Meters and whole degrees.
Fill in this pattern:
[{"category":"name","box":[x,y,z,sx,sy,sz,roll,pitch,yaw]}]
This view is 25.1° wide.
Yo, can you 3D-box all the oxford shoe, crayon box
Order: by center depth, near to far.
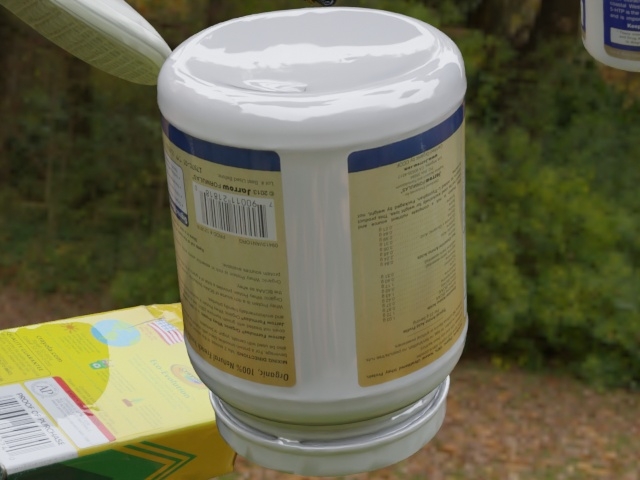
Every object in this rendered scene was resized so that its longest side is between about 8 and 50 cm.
[{"category":"crayon box","box":[-0.216,0.161,1.391,0.318,0.081,0.202,-8,35,-39]},{"category":"oxford shoe","box":[-0.322,-0.323,1.614,0.449,0.130,0.169,36,-15,24]}]

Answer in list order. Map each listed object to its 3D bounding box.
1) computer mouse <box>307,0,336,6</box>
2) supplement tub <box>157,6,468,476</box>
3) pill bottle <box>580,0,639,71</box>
[{"category":"computer mouse","box":[0.026,-0.330,1.445,0.042,0.193,0.106,22,-14,41]},{"category":"supplement tub","box":[0.000,0.000,1.114,0.228,0.316,0.228,-2,28,1]},{"category":"pill bottle","box":[0.253,-0.234,1.101,0.112,0.186,0.112,-6,36,5]}]
